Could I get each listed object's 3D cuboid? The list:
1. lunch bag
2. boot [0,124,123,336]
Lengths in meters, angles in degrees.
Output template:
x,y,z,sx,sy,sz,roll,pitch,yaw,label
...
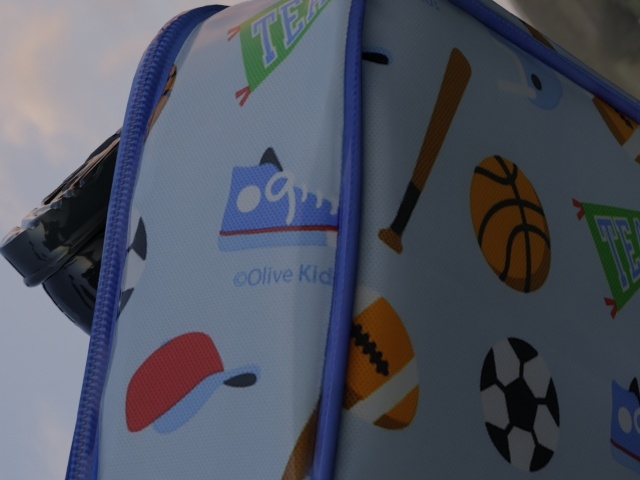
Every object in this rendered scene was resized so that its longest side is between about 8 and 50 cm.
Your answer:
x,y,z,sx,sy,sz,roll,pitch,yaw,label
0.064,0.055,0.564,0.303,0.115,0.243,27,-122,-43,lunch bag
0.000,0.000,0.860,0.207,0.246,0.094,48,173,-12,boot
